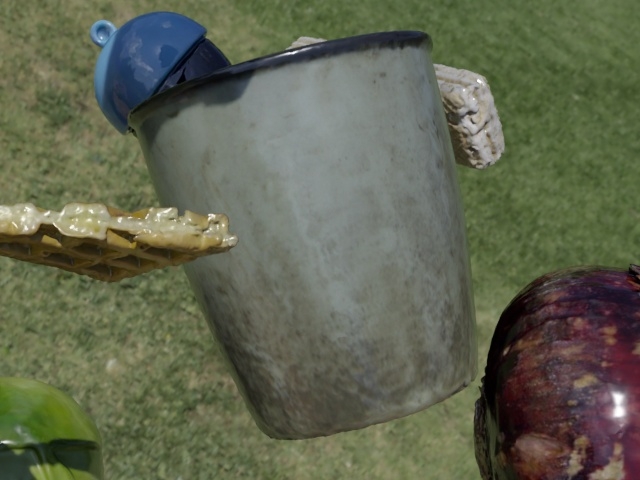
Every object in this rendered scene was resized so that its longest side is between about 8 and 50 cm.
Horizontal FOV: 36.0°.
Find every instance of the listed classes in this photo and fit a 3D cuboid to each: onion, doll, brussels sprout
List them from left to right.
[{"bbox_3d":[-0.362,0.268,1.056,0.260,0.227,0.294,-5,12,-22],"label":"brussels sprout"},{"bbox_3d":[-0.172,-0.181,1.296,0.314,0.177,0.141,40,5,-10],"label":"doll"},{"bbox_3d":[0.198,0.131,0.665,0.190,0.246,0.246,-13,37,10],"label":"onion"}]

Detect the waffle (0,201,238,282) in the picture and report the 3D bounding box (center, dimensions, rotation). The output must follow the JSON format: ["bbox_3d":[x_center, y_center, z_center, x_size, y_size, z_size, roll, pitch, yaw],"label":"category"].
[{"bbox_3d":[-0.157,-0.011,0.602,0.191,0.125,0.032,19,64,-55],"label":"waffle"}]

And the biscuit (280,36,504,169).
[{"bbox_3d":[0.099,-0.220,1.504,0.078,0.144,0.426,-42,39,-21],"label":"biscuit"}]

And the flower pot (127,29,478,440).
[{"bbox_3d":[0.000,0.000,0.926,0.294,0.294,0.330,-13,89,-49],"label":"flower pot"}]
